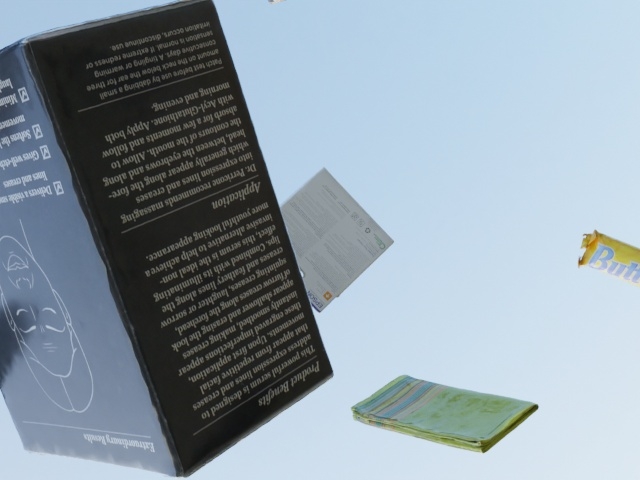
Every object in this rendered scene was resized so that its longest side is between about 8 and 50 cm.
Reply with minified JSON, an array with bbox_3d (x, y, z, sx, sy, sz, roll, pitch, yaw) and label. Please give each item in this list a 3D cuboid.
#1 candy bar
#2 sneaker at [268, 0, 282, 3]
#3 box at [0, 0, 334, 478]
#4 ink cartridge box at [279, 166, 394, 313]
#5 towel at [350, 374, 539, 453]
[{"bbox_3d":[0.288,0.035,0.796,0.018,0.162,0.040,-42,-30,-53],"label":"candy bar"},{"bbox_3d":[-0.065,-0.480,1.746,0.070,0.185,0.083,-39,-70,-23],"label":"sneaker"},{"bbox_3d":[-0.206,0.000,0.962,0.212,0.294,0.395,-27,-75,-42],"label":"box"},{"bbox_3d":[0.000,0.000,2.031,0.224,0.045,0.223,-43,-88,-9],"label":"ink cartridge box"},{"bbox_3d":[0.143,0.204,1.179,0.102,0.237,0.021,-32,-72,-31],"label":"towel"}]
